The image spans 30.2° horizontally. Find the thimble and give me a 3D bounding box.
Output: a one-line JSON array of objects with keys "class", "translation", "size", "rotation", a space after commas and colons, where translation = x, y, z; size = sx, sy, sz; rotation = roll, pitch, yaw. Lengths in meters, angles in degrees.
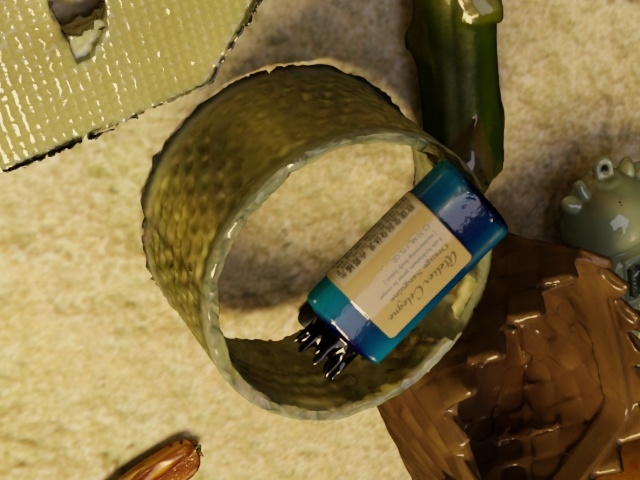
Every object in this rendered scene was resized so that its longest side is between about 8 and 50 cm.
[{"class": "thimble", "translation": [0.000, 0.000, 0.986], "size": [0.271, 0.150, 0.271], "rotation": [-13, 122, -22]}]

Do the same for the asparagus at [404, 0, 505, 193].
[{"class": "asparagus", "translation": [0.115, -0.167, 1.005], "size": [0.085, 0.082, 0.343], "rotation": [-7, 127, 2]}]

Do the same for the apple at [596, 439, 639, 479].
[{"class": "apple", "translation": [0.397, 0.362, 1.400], "size": [0.339, 0.339, 0.339], "rotation": [-16, 128, -22]}]

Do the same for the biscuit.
[{"class": "biscuit", "translation": [-0.156, -0.156, 0.862], "size": [0.250, 0.046, 0.147], "rotation": [-26, 130, -13]}]

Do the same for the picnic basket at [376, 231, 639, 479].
[{"class": "picnic basket", "translation": [0.217, 0.158, 1.111], "size": [0.254, 0.321, 0.291], "rotation": [-44, 131, -21]}]

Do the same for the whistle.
[{"class": "whistle", "translation": [0.303, 0.017, 1.235], "size": [0.102, 0.106, 0.253], "rotation": [-9, 125, 12]}]

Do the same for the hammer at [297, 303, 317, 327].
[{"class": "hammer", "translation": [0.070, 0.135, 1.220], "size": [0.111, 0.033, 0.288], "rotation": [-45, 133, 2]}]

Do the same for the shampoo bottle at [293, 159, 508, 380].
[{"class": "shampoo bottle", "translation": [0.056, 0.029, 0.904], "size": [0.183, 0.050, 0.087], "rotation": [-45, 124, 1]}]

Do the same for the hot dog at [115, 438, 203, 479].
[{"class": "hot dog", "translation": [-0.166, 0.232, 1.142], "size": [0.122, 0.037, 0.049], "rotation": [-35, 122, -13]}]
